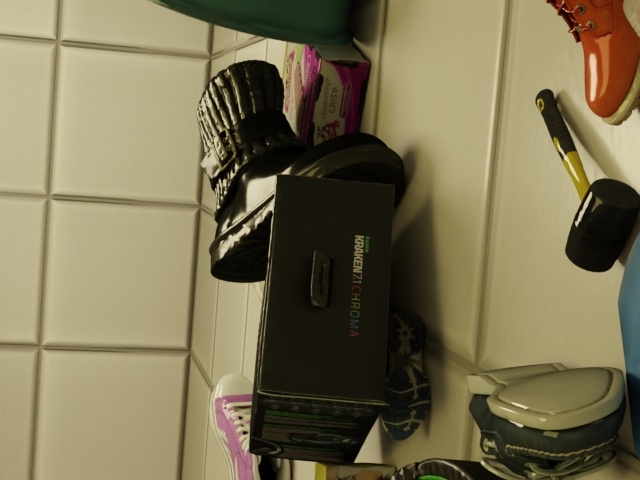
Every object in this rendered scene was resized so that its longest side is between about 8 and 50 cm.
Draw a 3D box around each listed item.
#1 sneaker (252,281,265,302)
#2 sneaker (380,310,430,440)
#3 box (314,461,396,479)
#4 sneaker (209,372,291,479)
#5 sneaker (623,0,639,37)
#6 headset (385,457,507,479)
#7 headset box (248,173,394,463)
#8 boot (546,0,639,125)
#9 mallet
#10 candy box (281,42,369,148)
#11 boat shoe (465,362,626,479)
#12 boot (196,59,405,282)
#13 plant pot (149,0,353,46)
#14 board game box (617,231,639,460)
[{"bbox_3d":[-0.046,-0.020,1.621,0.121,0.099,0.262,136,135,-63],"label":"sneaker"},{"bbox_3d":[0.088,0.146,1.149,0.058,0.052,0.135,103,174,-70],"label":"sneaker"},{"bbox_3d":[0.035,0.367,1.213,0.058,0.087,0.232,155,117,-75],"label":"box"},{"bbox_3d":[-0.103,0.324,1.779,0.161,0.102,0.282,118,142,-52],"label":"sneaker"},{"bbox_3d":[0.228,-0.116,0.504,0.302,0.108,0.121,-105,19,-56],"label":"sneaker"},{"bbox_3d":[0.049,0.337,0.956,0.394,0.185,0.243,132,142,-50],"label":"headset"},{"bbox_3d":[-0.001,0.092,1.198,0.283,0.131,0.246,103,172,-66],"label":"headset box"},{"bbox_3d":[0.183,-0.158,0.747,0.059,0.084,0.158,171,101,-74],"label":"boot"},{"bbox_3d":[0.190,-0.063,0.803,0.062,0.039,0.189,106,165,-44],"label":"mallet"},{"bbox_3d":[-0.002,-0.210,1.529,0.233,0.071,0.159,-114,30,-63],"label":"candy box"},{"bbox_3d":[0.153,0.132,0.759,0.254,0.095,0.079,148,112,-82],"label":"boat shoe"},{"bbox_3d":[-0.043,-0.120,1.355,0.348,0.131,0.260,-28,57,43],"label":"boot"},{"bbox_3d":[-0.071,-0.465,1.414,0.341,0.341,0.334,-116,41,-63],"label":"plant pot"},{"bbox_3d":[0.222,0.063,0.646,0.133,0.033,0.168,109,163,-66],"label":"board game box"}]
